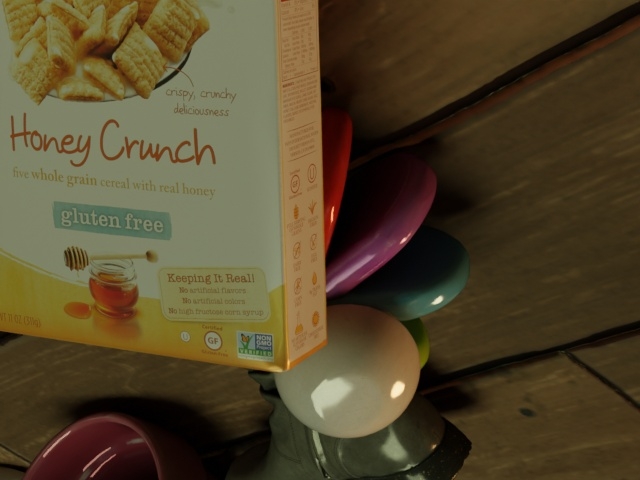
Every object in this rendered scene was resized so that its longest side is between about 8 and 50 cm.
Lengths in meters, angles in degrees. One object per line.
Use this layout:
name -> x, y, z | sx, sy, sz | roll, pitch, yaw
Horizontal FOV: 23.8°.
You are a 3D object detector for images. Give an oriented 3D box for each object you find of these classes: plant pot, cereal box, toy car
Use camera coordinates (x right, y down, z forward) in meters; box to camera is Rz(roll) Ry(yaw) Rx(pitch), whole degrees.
plant pot -> -0.133, 0.259, 1.244 | 0.201, 0.201, 0.180 | -8, 152, 42
cereal box -> -0.084, -0.070, 0.678 | 0.173, 0.047, 0.240 | 5, 107, 27
toy car -> 0.000, 0.000, 0.798 | 0.182, 0.159, 0.136 | 35, 112, -18

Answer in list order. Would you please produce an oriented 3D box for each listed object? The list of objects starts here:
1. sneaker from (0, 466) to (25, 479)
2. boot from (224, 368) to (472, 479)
sneaker -> -0.360, 0.316, 1.540 | 0.126, 0.127, 0.321 | 39, 145, -23
boot -> -0.020, 0.110, 1.049 | 0.161, 0.083, 0.246 | 48, 144, -16
